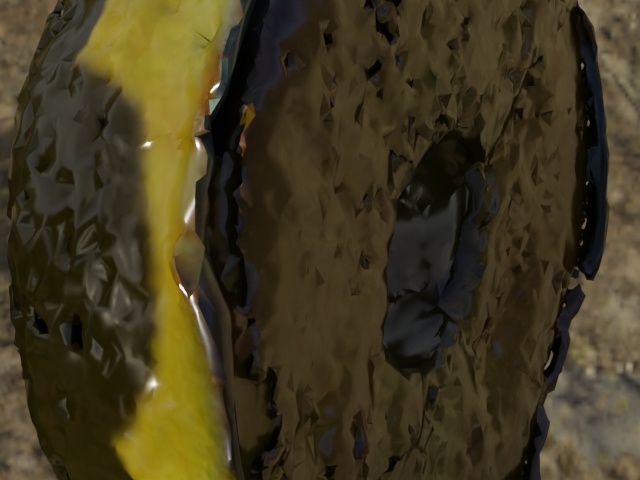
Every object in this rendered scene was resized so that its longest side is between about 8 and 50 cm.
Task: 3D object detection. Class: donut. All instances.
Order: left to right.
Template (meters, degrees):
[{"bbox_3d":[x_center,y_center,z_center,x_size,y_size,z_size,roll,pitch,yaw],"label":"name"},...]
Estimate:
[{"bbox_3d":[0.000,0.000,0.447,0.107,0.272,0.272,0,43,29],"label":"donut"}]
